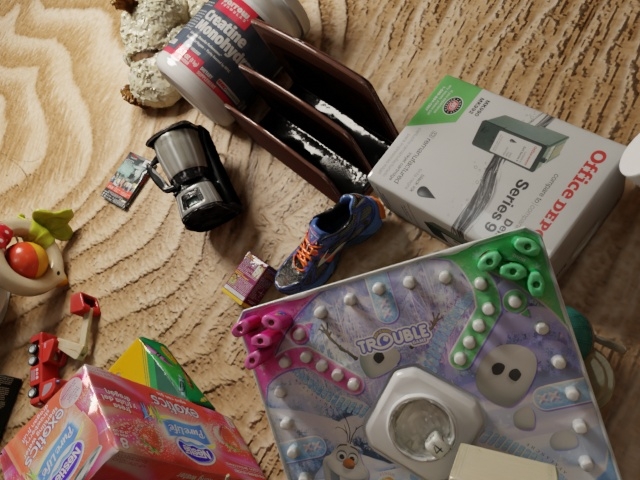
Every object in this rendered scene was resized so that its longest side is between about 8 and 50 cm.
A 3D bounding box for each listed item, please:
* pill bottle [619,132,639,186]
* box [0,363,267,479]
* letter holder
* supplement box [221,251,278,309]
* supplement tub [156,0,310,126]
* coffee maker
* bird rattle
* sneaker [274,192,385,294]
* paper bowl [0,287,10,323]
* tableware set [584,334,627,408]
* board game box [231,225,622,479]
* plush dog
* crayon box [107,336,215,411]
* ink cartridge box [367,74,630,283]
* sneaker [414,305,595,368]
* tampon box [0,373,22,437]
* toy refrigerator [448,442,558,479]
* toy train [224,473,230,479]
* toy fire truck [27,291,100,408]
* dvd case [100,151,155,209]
[{"bbox_3d":[0.455,-0.061,0.636,0.180,0.108,0.107,32,81,-8],"label":"pill bottle"},{"bbox_3d":[-0.227,0.302,0.704,0.154,0.300,0.142,-46,48,-1],"label":"box"},{"bbox_3d":[-0.034,-0.219,0.916,0.152,0.214,0.302,-48,58,-3],"label":"letter holder"},{"bbox_3d":[-0.120,0.071,0.923,0.055,0.043,0.083,32,83,32],"label":"supplement box"},{"bbox_3d":[-0.171,-0.382,1.068,0.272,0.191,0.191,-49,57,-3],"label":"supplement tub"},{"bbox_3d":[-0.218,-0.116,1.004,0.120,0.171,0.178,-31,78,34],"label":"coffee maker"},{"bbox_3d":[-0.594,0.010,1.061,0.143,0.253,0.206,-27,83,11],"label":"bird rattle"},{"bbox_3d":[0.000,0.000,0.869,0.221,0.087,0.083,-47,54,11],"label":"sneaker"},{"bbox_3d":[-0.745,0.094,1.053,0.148,0.284,0.284,-7,64,20],"label":"paper bowl"},{"bbox_3d":[0.283,0.154,0.705,0.194,0.039,0.128,26,95,37],"label":"tableware set"},{"bbox_3d":[0.120,0.223,0.636,0.390,0.050,0.389,-18,89,16],"label":"board game box"},{"bbox_3d":[-0.358,-0.406,1.185,0.263,0.211,0.225,-10,90,22],"label":"plush dog"},{"bbox_3d":[-0.326,0.319,0.879,0.165,0.081,0.278,39,87,32],"label":"crayon box"},{"bbox_3d":[0.252,-0.085,0.780,0.289,0.121,0.211,34,84,32],"label":"ink cartridge box"},{"bbox_3d":[0.177,0.130,0.685,0.303,0.121,0.108,-11,71,33],"label":"sneaker"},{"bbox_3d":[-0.676,0.327,1.021,0.121,0.101,0.160,2,67,25],"label":"tampon box"},{"bbox_3d":[0.177,0.364,0.557,0.102,0.094,0.269,6,96,22],"label":"toy refrigerator"},{"bbox_3d":[-0.136,0.434,0.654,0.143,0.105,0.247,37,101,34],"label":"toy train"},{"bbox_3d":[-0.487,0.208,1.024,0.135,0.047,0.191,-23,60,12],"label":"toy fire truck"},{"bbox_3d":[-0.419,-0.131,1.170,0.087,0.013,0.119,25,80,31],"label":"dvd case"}]
